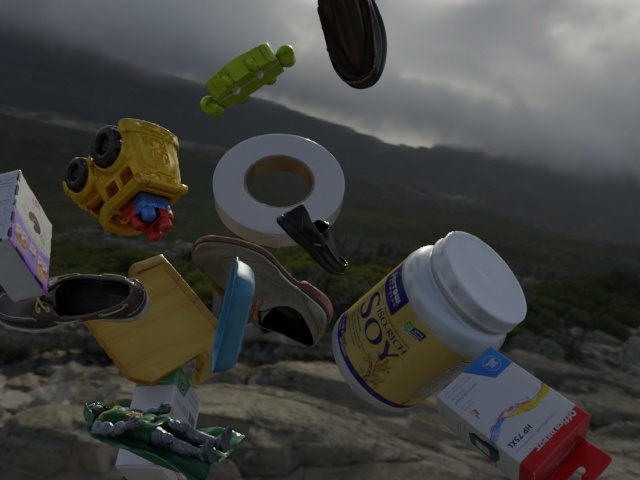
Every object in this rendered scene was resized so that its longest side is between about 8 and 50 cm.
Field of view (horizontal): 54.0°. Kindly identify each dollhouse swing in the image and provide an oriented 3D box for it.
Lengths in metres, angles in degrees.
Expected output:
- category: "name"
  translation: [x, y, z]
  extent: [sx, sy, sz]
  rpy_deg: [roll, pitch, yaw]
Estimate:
- category: "dollhouse swing"
  translation: [-0.474, 0.274, 1.772]
  extent: [0.305, 0.315, 0.347]
  rpy_deg: [-35, 74, -32]

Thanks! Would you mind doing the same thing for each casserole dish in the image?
- category: "casserole dish"
  translation: [-0.134, 0.117, 0.966]
  extent: [0.037, 0.188, 0.114]
  rpy_deg: [11, 18, -12]

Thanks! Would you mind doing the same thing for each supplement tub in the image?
- category: "supplement tub"
  translation: [0.205, 0.161, 1.226]
  extent: [0.241, 0.331, 0.241]
  rpy_deg: [27, 38, -23]

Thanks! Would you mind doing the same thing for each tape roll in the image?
- category: "tape roll"
  translation: [-0.122, -0.154, 1.850]
  extent: [0.392, 0.392, 0.072]
  rpy_deg: [13, -35, 4]

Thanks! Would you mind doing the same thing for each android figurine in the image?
- category: "android figurine"
  translation: [-0.166, -0.367, 1.428]
  extent: [0.056, 0.248, 0.273]
  rpy_deg: [57, 4, -5]

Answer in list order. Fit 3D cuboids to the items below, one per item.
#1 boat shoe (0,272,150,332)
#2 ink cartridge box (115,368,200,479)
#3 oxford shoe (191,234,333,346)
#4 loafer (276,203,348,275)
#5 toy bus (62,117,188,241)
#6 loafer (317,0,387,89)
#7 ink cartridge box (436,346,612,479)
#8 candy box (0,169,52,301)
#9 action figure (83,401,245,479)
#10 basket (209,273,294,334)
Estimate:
- category: "boat shoe"
  translation: [-0.525, 0.122, 1.297]
  extent: [0.325, 0.116, 0.096]
  rpy_deg: [-2, -22, 1]
- category: "ink cartridge box"
  translation: [-0.415, 0.497, 1.639]
  extent: [0.117, 0.201, 0.278]
  rpy_deg: [-5, 47, 8]
- category: "oxford shoe"
  translation: [-0.133, 0.107, 1.355]
  extent: [0.348, 0.123, 0.130]
  rpy_deg: [28, 29, -2]
- category: "loafer"
  translation: [0.000, 0.000, 1.355]
  extent: [0.220, 0.078, 0.080]
  rpy_deg: [44, 1, -40]
- category: "toy bus"
  translation: [-0.354, -0.082, 1.170]
  extent: [0.220, 0.211, 0.149]
  rpy_deg: [-35, -25, 26]
- category: "loafer"
  translation: [0.039, -0.491, 1.303]
  extent: [0.134, 0.365, 0.130]
  rpy_deg: [-4, 21, 29]
- category: "ink cartridge box"
  translation: [0.309, 0.285, 0.958]
  extent: [0.134, 0.078, 0.231]
  rpy_deg: [-36, 46, -22]
- category: "candy box"
  translation: [-0.589, -0.010, 1.216]
  extent: [0.070, 0.164, 0.196]
  rpy_deg: [-13, 48, -5]
- category: "action figure"
  translation: [-0.239, 0.264, 0.875]
  extent: [0.232, 0.063, 0.137]
  rpy_deg: [6, 5, 22]
- category: "basket"
  translation: [-0.216, 0.144, 1.922]
  extent: [0.227, 0.204, 0.154]
  rpy_deg: [27, 21, 26]
